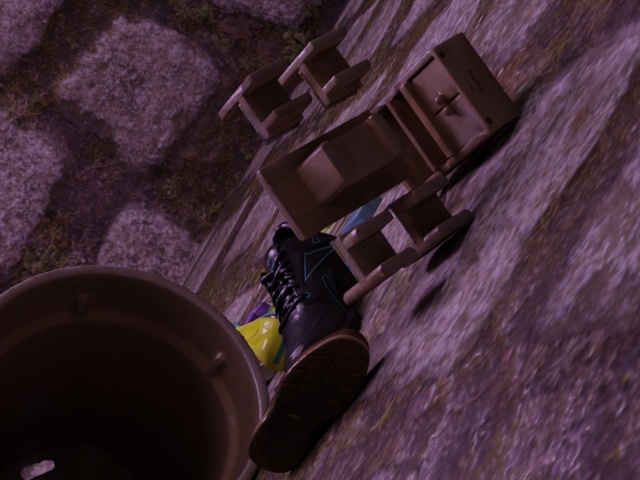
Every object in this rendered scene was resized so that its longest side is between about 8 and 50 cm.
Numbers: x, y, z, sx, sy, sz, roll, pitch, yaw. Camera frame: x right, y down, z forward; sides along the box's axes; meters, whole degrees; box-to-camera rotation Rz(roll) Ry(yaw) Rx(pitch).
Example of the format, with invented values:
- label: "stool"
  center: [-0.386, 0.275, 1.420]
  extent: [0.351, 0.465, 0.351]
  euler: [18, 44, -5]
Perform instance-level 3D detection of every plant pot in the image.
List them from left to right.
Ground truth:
- label: "plant pot"
  center: [-0.253, 0.248, 1.693]
  extent: [0.305, 0.334, 0.333]
  euler: [114, -179, -50]

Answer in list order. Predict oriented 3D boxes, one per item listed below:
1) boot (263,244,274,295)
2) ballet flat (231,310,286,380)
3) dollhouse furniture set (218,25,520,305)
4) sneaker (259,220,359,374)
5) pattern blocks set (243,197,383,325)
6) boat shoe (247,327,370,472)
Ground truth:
- label: "boot"
  center: [-0.062, 0.048, 2.157]
  extent: [0.106, 0.037, 0.114]
  euler: [-48, 17, 43]
- label: "ballet flat"
  center: [-0.075, 0.132, 1.800]
  extent: [0.231, 0.077, 0.077]
  euler: [153, 136, -71]
- label: "dollhouse furniture set"
  center: [0.042, -0.075, 1.432]
  extent: [0.242, 0.212, 0.161]
  euler: [-31, -6, -33]
- label: "sneaker"
  center: [-0.020, 0.065, 1.605]
  extent: [0.101, 0.106, 0.267]
  euler: [-53, 11, 23]
- label: "pattern blocks set"
  center: [0.000, 0.000, 1.912]
  extent: [0.325, 0.026, 0.285]
  euler: [-47, 9, 38]
- label: "boat shoe"
  center: [-0.011, 0.139, 1.409]
  extent: [0.178, 0.064, 0.060]
  euler: [-55, 10, 33]
